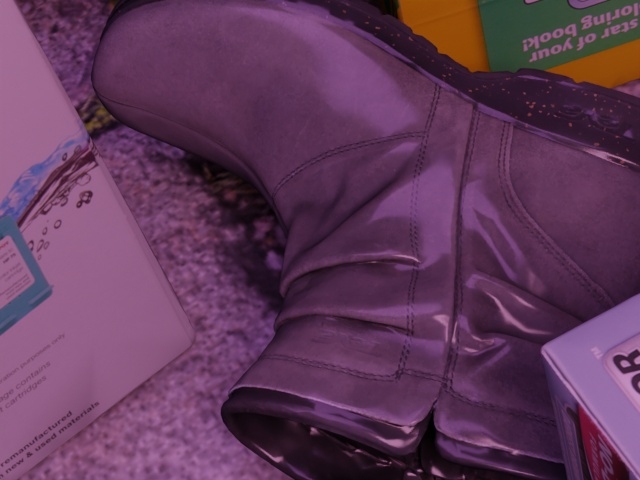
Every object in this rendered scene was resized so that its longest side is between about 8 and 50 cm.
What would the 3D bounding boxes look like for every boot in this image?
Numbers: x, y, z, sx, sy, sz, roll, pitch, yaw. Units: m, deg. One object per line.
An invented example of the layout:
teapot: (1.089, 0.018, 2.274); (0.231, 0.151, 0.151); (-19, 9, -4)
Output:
boot: (0.000, 0.000, 0.660); (0.338, 0.118, 0.223); (15, 58, 19)

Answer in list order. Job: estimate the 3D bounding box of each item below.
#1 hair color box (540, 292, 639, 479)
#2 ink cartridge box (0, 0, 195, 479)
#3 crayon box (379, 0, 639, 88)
hair color box: (0.278, 0.039, 0.513); (0.374, 0.185, 0.113); (-28, 49, -7)
ink cartridge box: (-0.225, -0.024, 0.664); (0.197, 0.270, 0.198); (-37, 50, -14)
crayon box: (0.188, -0.233, 0.682); (0.363, 0.313, 0.106); (-18, 52, 1)
